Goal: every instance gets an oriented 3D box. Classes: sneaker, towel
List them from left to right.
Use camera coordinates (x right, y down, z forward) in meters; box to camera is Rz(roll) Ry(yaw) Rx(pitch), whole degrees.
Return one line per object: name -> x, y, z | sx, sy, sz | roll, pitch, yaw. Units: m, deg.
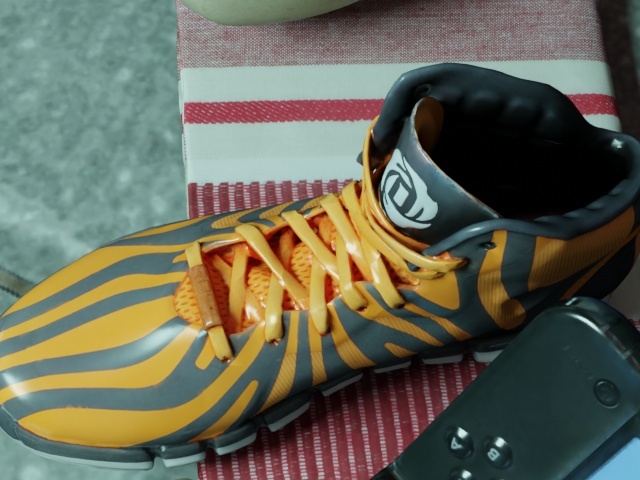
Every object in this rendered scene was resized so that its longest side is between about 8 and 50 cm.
sneaker -> 0.000, 0.000, 0.826 | 0.321, 0.180, 0.124 | -16, 68, -13
towel -> 0.048, 0.006, 0.948 | 0.237, 0.037, 0.329 | -2, 65, -6

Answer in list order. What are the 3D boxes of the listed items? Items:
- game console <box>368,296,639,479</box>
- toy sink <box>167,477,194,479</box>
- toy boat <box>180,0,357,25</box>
game console -> 0.096, 0.218, 0.757 | 0.173, 0.250, 0.293 | -29, 74, -44
toy sink -> -0.055, 0.227, 0.710 | 0.131, 0.153, 0.234 | 20, 92, 16
toy boat -> -0.072, -0.236, 0.978 | 0.318, 0.148, 0.267 | 12, 44, 11
